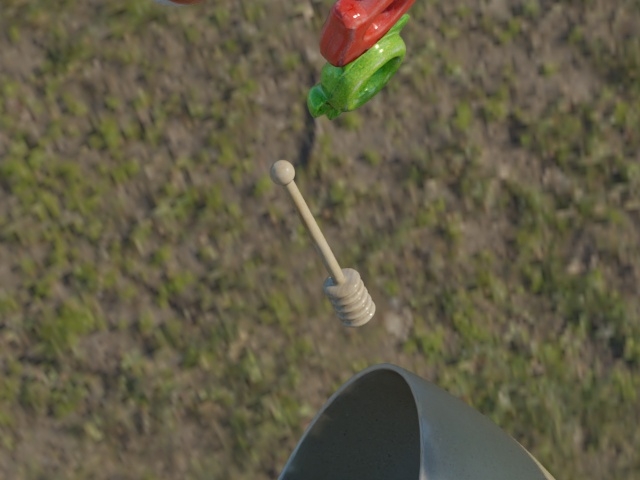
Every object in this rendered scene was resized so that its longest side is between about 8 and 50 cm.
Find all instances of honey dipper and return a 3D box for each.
[{"bbox_3d":[0.000,0.000,1.463,0.030,0.161,0.030,-15,40,13],"label":"honey dipper"}]

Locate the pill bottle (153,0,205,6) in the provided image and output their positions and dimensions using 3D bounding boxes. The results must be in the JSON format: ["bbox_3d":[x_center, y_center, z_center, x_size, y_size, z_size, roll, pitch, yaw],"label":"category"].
[{"bbox_3d":[-0.013,-0.216,1.111,0.221,0.124,0.124,-14,50,34],"label":"pill bottle"}]

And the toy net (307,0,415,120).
[{"bbox_3d":[0.040,-0.120,0.539,0.122,0.232,0.045,-41,79,-21],"label":"toy net"}]

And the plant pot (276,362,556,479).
[{"bbox_3d":[0.075,0.238,1.202,0.191,0.284,0.284,22,56,-17],"label":"plant pot"}]
